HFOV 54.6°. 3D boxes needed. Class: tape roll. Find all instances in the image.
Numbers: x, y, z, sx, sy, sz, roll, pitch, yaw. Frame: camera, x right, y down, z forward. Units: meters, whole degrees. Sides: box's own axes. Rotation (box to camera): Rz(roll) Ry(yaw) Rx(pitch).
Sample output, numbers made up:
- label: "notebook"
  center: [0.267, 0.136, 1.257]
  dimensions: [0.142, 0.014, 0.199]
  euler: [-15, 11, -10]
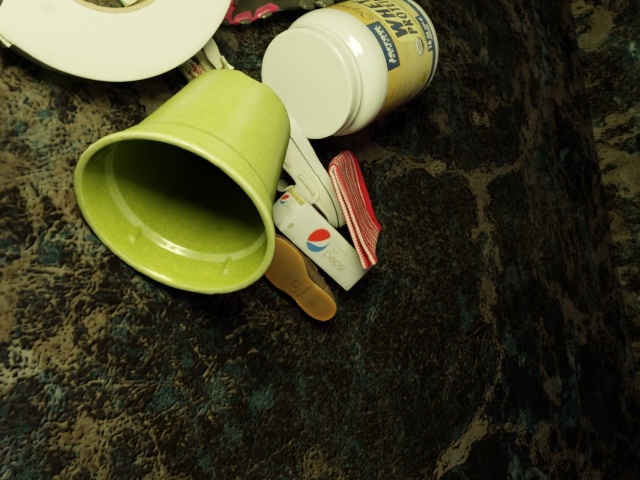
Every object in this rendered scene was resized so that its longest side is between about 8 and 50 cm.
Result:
- label: "tape roll"
  center: [-0.294, -0.405, 0.818]
  dimensions: [0.392, 0.072, 0.391]
  euler: [-11, 110, -33]

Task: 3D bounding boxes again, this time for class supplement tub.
- label: "supplement tub"
  center: [0.061, -0.332, 1.177]
  dimensions: [0.316, 0.228, 0.228]
  euler: [-38, 110, -45]

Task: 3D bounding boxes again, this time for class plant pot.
- label: "plant pot"
  center: [-0.163, -0.108, 0.895]
  dimensions: [0.276, 0.276, 0.253]
  euler: [50, 38, -28]

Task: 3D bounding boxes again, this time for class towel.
- label: "towel"
  center: [0.070, -0.071, 1.186]
  dimensions: [0.275, 0.031, 0.198]
  euler: [-63, 133, -75]

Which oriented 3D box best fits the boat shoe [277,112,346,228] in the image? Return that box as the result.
- label: "boat shoe"
  center: [-0.038, -0.110, 1.132]
  dimensions: [0.088, 0.096, 0.267]
  euler: [-41, 129, -11]

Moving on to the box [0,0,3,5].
- label: "box"
  center: [-0.517, -0.108, 0.377]
  dimensions: [0.472, 0.298, 0.479]
  euler: [26, 70, -34]

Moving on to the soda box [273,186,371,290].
- label: "soda box"
  center: [0.000, 0.000, 1.127]
  dimensions: [0.069, 0.074, 0.216]
  euler: [-45, 129, 3]

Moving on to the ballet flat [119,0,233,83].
- label: "ballet flat"
  center: [-0.222, -0.338, 0.983]
  dimensions: [0.241, 0.077, 0.091]
  euler: [48, 52, -29]

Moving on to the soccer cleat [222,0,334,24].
- label: "soccer cleat"
  center: [-0.120, -0.469, 1.114]
  dimensions: [0.331, 0.116, 0.143]
  euler: [-17, 54, -34]

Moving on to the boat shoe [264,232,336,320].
- label: "boat shoe"
  center: [-0.046, 0.059, 1.109]
  dimensions: [0.207, 0.073, 0.073]
  euler: [54, 10, -30]
